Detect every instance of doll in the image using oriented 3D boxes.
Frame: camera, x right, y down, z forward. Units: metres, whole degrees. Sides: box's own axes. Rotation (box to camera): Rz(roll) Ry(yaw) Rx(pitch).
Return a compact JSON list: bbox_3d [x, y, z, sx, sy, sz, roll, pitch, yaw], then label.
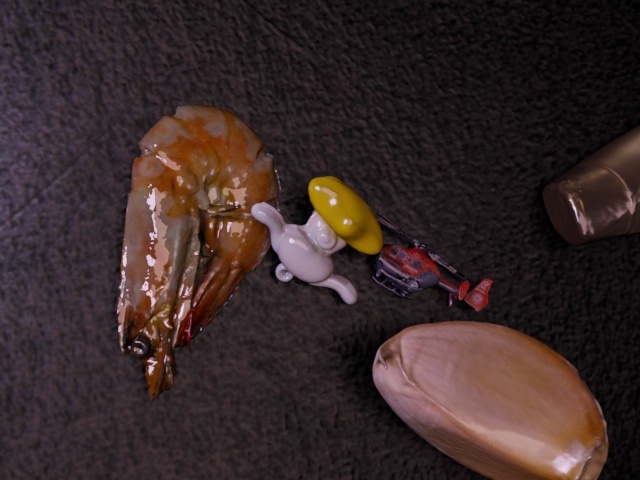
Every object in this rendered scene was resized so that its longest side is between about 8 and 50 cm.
[{"bbox_3d":[0.005,0.005,1.219,0.113,0.071,0.135,-21,109,0],"label":"doll"}]

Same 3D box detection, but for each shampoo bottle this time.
[{"bbox_3d":[0.403,-0.088,1.304,0.350,0.084,0.125,-23,88,-12],"label":"shampoo bottle"}]

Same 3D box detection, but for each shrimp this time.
[{"bbox_3d":[-0.124,0.012,1.202,0.154,0.062,0.294,16,82,-18],"label":"shrimp"}]

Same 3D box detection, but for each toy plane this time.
[{"bbox_3d":[0.105,0.032,1.258,0.145,0.037,0.060,28,70,-4],"label":"toy plane"}]

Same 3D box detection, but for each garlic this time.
[{"bbox_3d":[0.158,0.155,1.196,0.245,0.164,0.145,27,98,-3],"label":"garlic"}]
